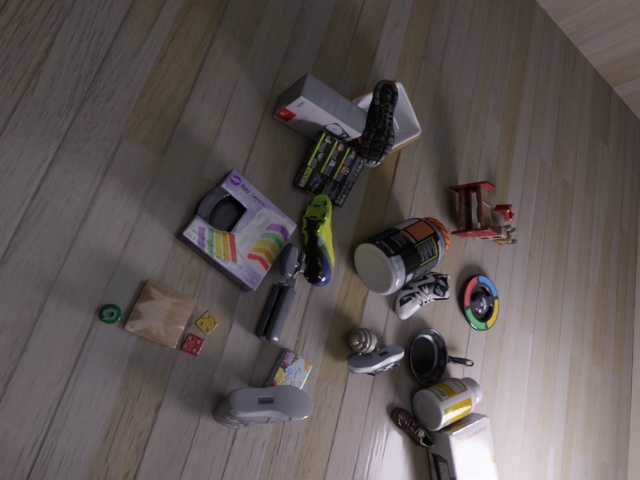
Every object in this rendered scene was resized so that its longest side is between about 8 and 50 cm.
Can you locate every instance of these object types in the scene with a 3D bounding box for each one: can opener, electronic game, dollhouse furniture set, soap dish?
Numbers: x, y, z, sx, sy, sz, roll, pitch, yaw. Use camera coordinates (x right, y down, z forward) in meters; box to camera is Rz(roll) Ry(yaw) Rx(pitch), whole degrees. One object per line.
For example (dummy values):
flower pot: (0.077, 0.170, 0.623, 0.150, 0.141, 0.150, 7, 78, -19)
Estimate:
can opener: (-0.123, 0.145, 1.260, 0.095, 0.075, 0.284, 41, 62, -45)
electronic game: (0.656, 0.255, 1.788, 0.229, 0.048, 0.230, 5, 81, -33)
dollhouse furniture set: (0.686, -0.100, 1.824, 0.374, 0.152, 0.202, 14, 75, -49)
soap dish: (0.203, -0.416, 1.538, 0.290, 0.118, 0.229, -32, 101, -32)

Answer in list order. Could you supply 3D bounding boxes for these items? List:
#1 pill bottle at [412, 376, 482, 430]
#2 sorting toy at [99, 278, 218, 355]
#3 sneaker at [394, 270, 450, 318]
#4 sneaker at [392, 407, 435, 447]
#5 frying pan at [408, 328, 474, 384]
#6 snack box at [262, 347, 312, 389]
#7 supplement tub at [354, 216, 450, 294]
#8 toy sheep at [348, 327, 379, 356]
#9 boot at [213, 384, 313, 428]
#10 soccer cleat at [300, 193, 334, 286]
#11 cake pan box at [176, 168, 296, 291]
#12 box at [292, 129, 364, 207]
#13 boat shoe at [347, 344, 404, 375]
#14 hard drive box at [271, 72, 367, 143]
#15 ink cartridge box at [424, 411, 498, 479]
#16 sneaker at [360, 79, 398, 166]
pill bottle: (0.460, 0.571, 1.558, 0.245, 0.136, 0.137, -6, 87, -34)
sorting toy: (-0.396, 0.187, 1.096, 0.274, 0.046, 0.132, 31, 67, -26)
sneaker: (0.376, 0.189, 1.546, 0.235, 0.153, 0.094, -35, 102, -32)
sneaker: (0.326, 0.642, 1.498, 0.188, 0.071, 0.066, 48, 61, -20)
frying pan: (0.439, 0.411, 1.619, 0.326, 0.053, 0.198, -9, 88, -36)
snack box: (-0.096, 0.401, 1.271, 0.100, 0.037, 0.141, 39, 65, -25)
supplement tub: (0.284, 0.041, 1.483, 0.315, 0.193, 0.194, -23, 96, -33)
toy sheep: (0.141, 0.326, 1.412, 0.132, 0.091, 0.091, 24, 70, -43)
boot: (-0.155, 0.454, 1.183, 0.258, 0.123, 0.095, 18, 45, -31)
soccer cleat: (-0.001, 0.001, 1.374, 0.121, 0.093, 0.289, 23, 67, -62)
cake pan box: (-0.230, -0.031, 1.227, 0.267, 0.070, 0.246, 43, 60, -21)
box: (0.032, -0.224, 1.395, 0.184, 0.045, 0.191, 23, 100, -27)
boat shoe: (0.182, 0.408, 1.441, 0.228, 0.080, 0.076, -8, 113, -38)
hard drive box: (-0.004, -0.392, 1.360, 0.232, 0.181, 0.089, 24, 72, -28)
ink cartridge box: (0.511, 0.800, 1.565, 0.226, 0.131, 0.307, -5, 85, -33)
sneaker: (0.189, -0.364, 1.386, 0.101, 0.106, 0.268, 14, 96, -2)
